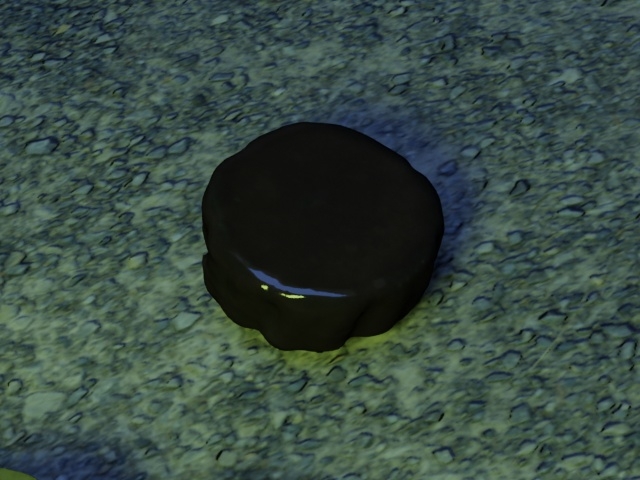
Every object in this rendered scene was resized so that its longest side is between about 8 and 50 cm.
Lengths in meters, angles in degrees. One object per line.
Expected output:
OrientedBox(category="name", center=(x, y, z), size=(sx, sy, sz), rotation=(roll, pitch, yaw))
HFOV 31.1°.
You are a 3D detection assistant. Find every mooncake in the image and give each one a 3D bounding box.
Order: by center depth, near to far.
OrientedBox(category="mooncake", center=(0.000, 0.000, 1.343), size=(0.283, 0.141, 0.283), rotation=(0, 53, -1))

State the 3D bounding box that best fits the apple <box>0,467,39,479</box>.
OrientedBox(category="apple", center=(-0.371, 0.395, 1.029), size=(0.360, 0.320, 0.312), rotation=(-21, 91, 1))
